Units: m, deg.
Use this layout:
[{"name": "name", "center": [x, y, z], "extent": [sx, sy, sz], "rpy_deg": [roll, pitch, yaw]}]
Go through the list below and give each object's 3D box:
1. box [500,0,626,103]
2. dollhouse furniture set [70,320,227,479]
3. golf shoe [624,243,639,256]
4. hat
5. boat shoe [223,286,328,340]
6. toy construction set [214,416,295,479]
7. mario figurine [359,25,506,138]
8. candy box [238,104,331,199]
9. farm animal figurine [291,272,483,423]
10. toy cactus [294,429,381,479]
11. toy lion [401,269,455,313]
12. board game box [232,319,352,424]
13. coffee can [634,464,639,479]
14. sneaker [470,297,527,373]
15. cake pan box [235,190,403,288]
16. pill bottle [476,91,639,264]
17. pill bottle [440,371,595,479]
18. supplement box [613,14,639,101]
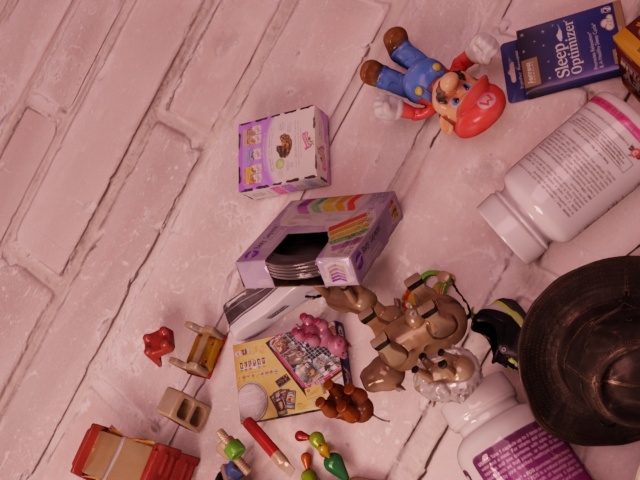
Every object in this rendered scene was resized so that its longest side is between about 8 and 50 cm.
[{"name": "box", "center": [0.450, -0.346, 1.259], "extent": [0.225, 0.036, 0.136], "rpy_deg": [-12, 72, 26]}, {"name": "dollhouse furniture set", "center": [-0.342, 0.362, 1.455], "extent": [0.201, 0.152, 0.374], "rpy_deg": [7, 64, 29]}, {"name": "golf shoe", "center": [0.477, 0.082, 1.090], "extent": [0.273, 0.120, 0.105], "rpy_deg": [-47, 63, 11]}, {"name": "hat", "center": [0.458, 0.176, 0.962], "extent": [0.331, 0.134, 0.331], "rpy_deg": [-1, 99, -9]}, {"name": "boat shoe", "center": [-0.080, 0.089, 1.392], "extent": [0.301, 0.108, 0.102], "rpy_deg": [-38, 64, 22]}, {"name": "toy construction set", "center": [-0.160, 0.519, 1.243], "extent": [0.237, 0.257, 0.309], "rpy_deg": [40, 93, 28]}, {"name": "mario figurine", "center": [0.212, -0.313, 1.292], "extent": [0.320, 0.170, 0.198], "rpy_deg": [38, 131, 37]}, {"name": "candy box", "center": [-0.080, -0.188, 1.476], "extent": [0.196, 0.070, 0.164], "rpy_deg": [-9, 73, 26]}, {"name": "farm animal figurine", "center": [0.120, 0.176, 1.201], "extent": [0.327, 0.172, 0.330], "rpy_deg": [-25, 43, 24]}, {"name": "toy cactus", "center": [0.025, 0.459, 1.251], "extent": [0.181, 0.112, 0.219], "rpy_deg": [-8, 65, 16]}, {"name": "toy lion", "center": [0.200, 0.105, 1.281], "extent": [0.096, 0.034, 0.100], "rpy_deg": [5, 81, 36]}, {"name": "board game box", "center": [-0.058, 0.268, 1.365], "extent": [0.243, 0.042, 0.165], "rpy_deg": [-16, 70, 24]}, {"name": "coffee can", "center": [0.532, 0.342, 0.903], "extent": [0.202, 0.275, 0.201], "rpy_deg": [-7, 75, 26]}, {"name": "sneaker", "center": [0.334, 0.201, 1.139], "extent": [0.097, 0.084, 0.234], "rpy_deg": [-21, 52, -18]}, {"name": "cake pan box", "center": [0.000, 0.000, 1.293], "extent": [0.246, 0.267, 0.070], "rpy_deg": [-5, 118, 31]}, {"name": "pill bottle", "center": [0.415, -0.099, 1.142], "extent": [0.283, 0.160, 0.160], "rpy_deg": [-42, 62, 12]}, {"name": "pill bottle", "center": [0.323, 0.366, 1.068], "extent": [0.169, 0.169, 0.301], "rpy_deg": [-38, 64, 14]}, {"name": "supplement box", "center": [0.598, -0.307, 1.081], "extent": [0.194, 0.191, 0.129], "rpy_deg": [-39, 63, 15]}]
